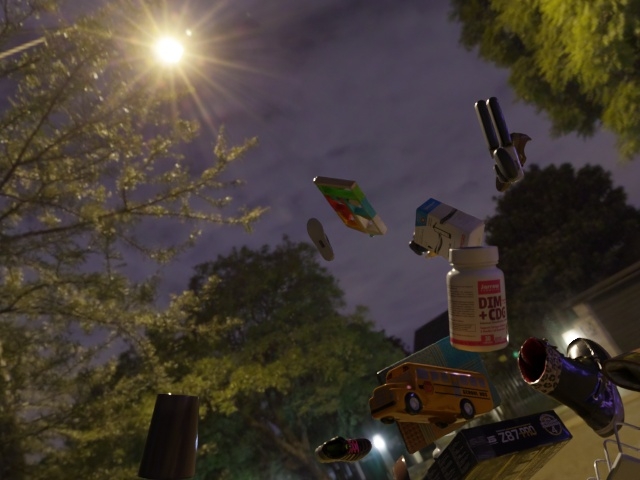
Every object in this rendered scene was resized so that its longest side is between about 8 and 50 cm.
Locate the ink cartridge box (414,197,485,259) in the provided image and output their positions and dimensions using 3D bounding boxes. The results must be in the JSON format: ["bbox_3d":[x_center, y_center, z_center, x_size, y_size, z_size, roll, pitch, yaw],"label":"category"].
[{"bbox_3d":[0.412,-0.026,1.666,0.086,0.203,0.148,-33,-43,-31],"label":"ink cartridge box"}]

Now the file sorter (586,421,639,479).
[{"bbox_3d":[0.772,0.616,1.257,0.173,0.192,0.278,-40,-37,-62],"label":"file sorter"}]

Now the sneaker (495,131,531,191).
[{"bbox_3d":[0.604,-0.237,1.599,0.071,0.066,0.188,5,-68,-12],"label":"sneaker"}]

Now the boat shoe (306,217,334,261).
[{"bbox_3d":[0.000,0.000,1.544,0.049,0.142,0.040,-26,-10,2],"label":"boat shoe"}]

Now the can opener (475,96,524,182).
[{"bbox_3d":[0.538,-0.306,1.540,0.076,0.283,0.095,-14,-14,3],"label":"can opener"}]

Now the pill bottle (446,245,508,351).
[{"bbox_3d":[0.444,0.160,1.470,0.160,0.283,0.160,-4,1,0],"label":"pill bottle"}]

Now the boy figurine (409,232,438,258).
[{"bbox_3d":[0.488,-0.003,2.144,0.177,0.092,0.285,-59,15,-20],"label":"boy figurine"}]

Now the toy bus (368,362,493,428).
[{"bbox_3d":[0.276,0.386,1.280,0.332,0.130,0.108,15,-37,-30],"label":"toy bus"}]

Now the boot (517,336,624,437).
[{"bbox_3d":[0.757,0.386,1.594,0.138,0.284,0.377,-55,7,36],"label":"boot"}]

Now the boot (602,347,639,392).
[{"bbox_3d":[0.779,0.259,1.071,0.269,0.089,0.236,-10,-2,-26],"label":"boot"}]

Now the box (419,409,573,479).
[{"bbox_3d":[0.441,0.623,1.390,0.318,0.097,0.395,-3,-47,-25],"label":"box"}]

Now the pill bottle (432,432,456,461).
[{"bbox_3d":[0.424,0.729,1.677,0.103,0.184,0.103,-10,-17,-3],"label":"pill bottle"}]

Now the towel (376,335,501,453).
[{"bbox_3d":[0.380,0.472,1.643,0.370,0.271,0.040,-19,-8,-22],"label":"towel"}]

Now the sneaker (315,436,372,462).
[{"bbox_3d":[0.073,0.594,1.470,0.170,0.063,0.075,0,-35,-16],"label":"sneaker"}]

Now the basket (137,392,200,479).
[{"bbox_3d":[-0.437,0.575,1.531,0.154,0.227,0.204,1,-19,11],"label":"basket"}]

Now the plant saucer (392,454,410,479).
[{"bbox_3d":[0.160,0.482,0.938,0.029,0.168,0.168,-13,-21,1],"label":"plant saucer"}]

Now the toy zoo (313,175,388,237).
[{"bbox_3d":[0.117,-0.106,1.800,0.030,0.192,0.293,-53,-50,-18],"label":"toy zoo"}]
